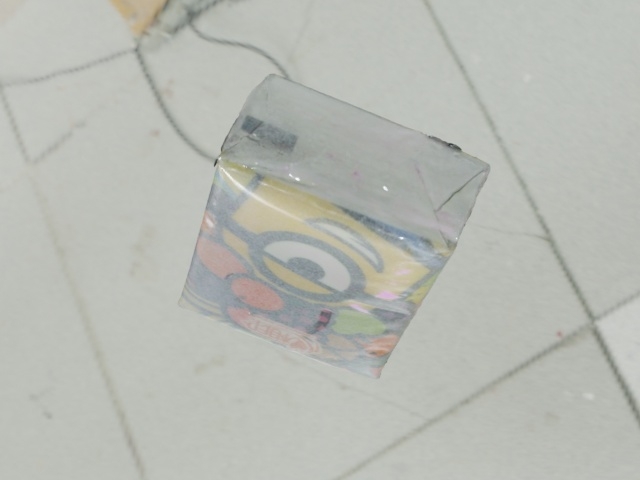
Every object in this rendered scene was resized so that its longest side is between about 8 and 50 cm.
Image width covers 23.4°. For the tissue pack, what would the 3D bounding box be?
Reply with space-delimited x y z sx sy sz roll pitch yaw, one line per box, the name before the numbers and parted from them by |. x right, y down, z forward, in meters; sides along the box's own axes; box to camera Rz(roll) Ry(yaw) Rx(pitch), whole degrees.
tissue pack | 0.000 0.000 0.704 0.108 0.148 0.060 23 60 -1
